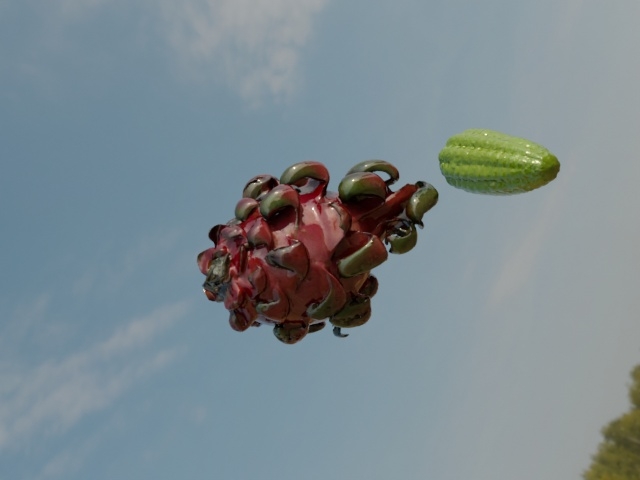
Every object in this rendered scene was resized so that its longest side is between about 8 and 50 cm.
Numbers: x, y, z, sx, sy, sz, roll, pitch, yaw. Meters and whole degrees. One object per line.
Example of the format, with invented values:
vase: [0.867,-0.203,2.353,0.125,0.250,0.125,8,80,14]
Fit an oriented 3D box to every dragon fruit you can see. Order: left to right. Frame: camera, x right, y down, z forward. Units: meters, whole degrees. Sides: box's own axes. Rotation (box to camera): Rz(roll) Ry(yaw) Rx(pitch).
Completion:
dragon fruit: [-0.007,0.002,1.006,0.272,0.218,0.198,-48,-26,15]

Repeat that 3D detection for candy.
candy: [0.249,-0.105,1.158,0.097,0.209,0.096,-4,-80,-25]
